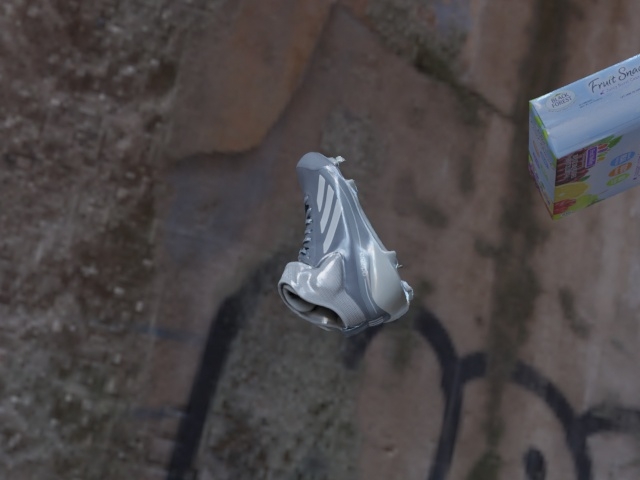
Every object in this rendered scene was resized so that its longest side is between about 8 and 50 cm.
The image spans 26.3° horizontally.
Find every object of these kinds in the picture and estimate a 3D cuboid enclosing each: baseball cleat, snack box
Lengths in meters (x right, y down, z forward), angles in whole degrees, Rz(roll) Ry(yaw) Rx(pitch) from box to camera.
[{"bbox_3d":[0.000,0.000,1.220,0.109,0.206,0.072,-22,-44,-11],"label":"baseball cleat"},{"bbox_3d":[0.293,-0.107,1.326,0.174,0.070,0.207,-23,-16,1],"label":"snack box"}]
